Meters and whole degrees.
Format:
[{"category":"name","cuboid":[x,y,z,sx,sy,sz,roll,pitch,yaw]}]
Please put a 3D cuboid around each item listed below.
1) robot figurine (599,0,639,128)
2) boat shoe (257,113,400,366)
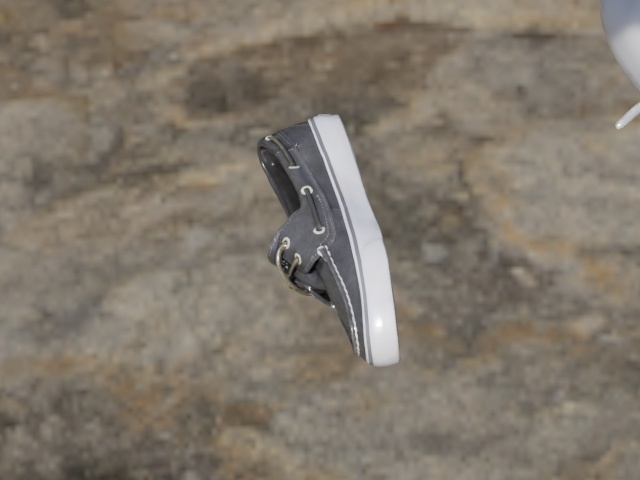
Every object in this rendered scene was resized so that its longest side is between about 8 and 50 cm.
[{"category":"robot figurine","cuboid":[0.337,-0.214,1.314,0.200,0.353,0.300,47,19,29]},{"category":"boat shoe","cuboid":[0.000,0.000,1.265,0.076,0.080,0.228,-12,49,-4]}]
